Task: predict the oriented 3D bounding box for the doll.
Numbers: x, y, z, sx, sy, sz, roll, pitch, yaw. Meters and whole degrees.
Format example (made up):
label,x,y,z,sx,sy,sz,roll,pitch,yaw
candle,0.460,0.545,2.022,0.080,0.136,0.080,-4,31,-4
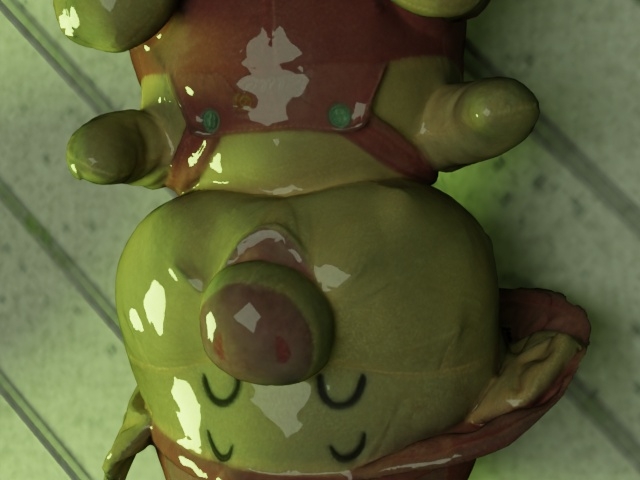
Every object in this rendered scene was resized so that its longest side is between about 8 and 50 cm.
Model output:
label,x,y,z,sx,sy,sz,roll,pitch,yaw
doll,-0.003,0.000,0.736,0.196,0.152,0.256,0,96,42
